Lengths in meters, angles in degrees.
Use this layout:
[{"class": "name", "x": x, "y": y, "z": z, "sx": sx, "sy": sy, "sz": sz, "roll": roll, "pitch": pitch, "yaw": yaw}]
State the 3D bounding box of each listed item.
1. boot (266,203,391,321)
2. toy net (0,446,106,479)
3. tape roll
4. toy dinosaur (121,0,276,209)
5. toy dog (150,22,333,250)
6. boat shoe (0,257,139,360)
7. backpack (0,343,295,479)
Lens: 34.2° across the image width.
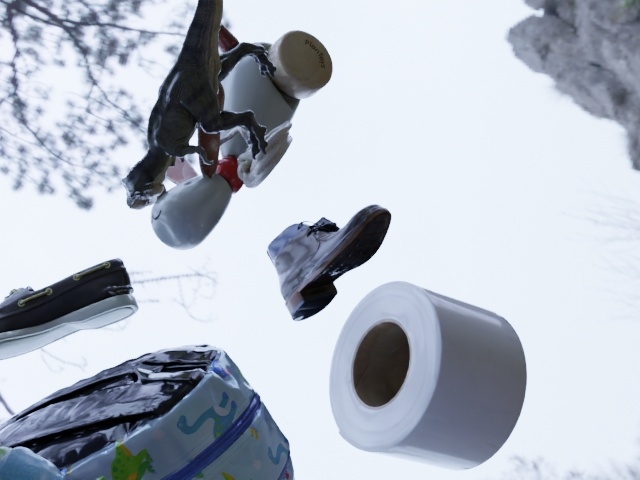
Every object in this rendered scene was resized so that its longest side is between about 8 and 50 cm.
[{"class": "boot", "x": 0.000, "y": 0.000, "z": 1.291, "sx": 0.082, "sy": 0.106, "sz": 0.219, "roll": -8, "pitch": -31, "yaw": -43}, {"class": "toy net", "x": -0.171, "y": 0.242, "z": 0.605, "sx": 0.122, "sy": 0.045, "sz": 0.232, "roll": 70, "pitch": -160, "yaw": -61}, {"class": "tape roll", "x": 0.149, "y": 0.194, "z": 1.488, "sx": 0.169, "sy": 0.246, "sz": 0.246, "roll": 20, "pitch": -86, "yaw": -33}, {"class": "toy dinosaur", "x": -0.101, "y": -0.141, "z": 0.963, "sx": 0.118, "sy": 0.064, "sz": 0.268, "roll": 9, "pitch": -74, "yaw": -32}, {"class": "toy dog", "x": -0.123, "y": -0.155, "z": 1.257, "sx": 0.161, "sy": 0.334, "sz": 0.220, "roll": 40, "pitch": -57, "yaw": -10}, {"class": "boat shoe", "x": -0.330, "y": 0.085, "z": 1.224, "sx": 0.227, "sy": 0.081, "sz": 0.069, "roll": -17, "pitch": -107, "yaw": -2}, {"class": "backpack", "x": -0.196, "y": 0.234, "z": 0.947, "sx": 0.355, "sy": 0.290, "sz": 0.273, "roll": -43, "pitch": -91, "yaw": 17}]
